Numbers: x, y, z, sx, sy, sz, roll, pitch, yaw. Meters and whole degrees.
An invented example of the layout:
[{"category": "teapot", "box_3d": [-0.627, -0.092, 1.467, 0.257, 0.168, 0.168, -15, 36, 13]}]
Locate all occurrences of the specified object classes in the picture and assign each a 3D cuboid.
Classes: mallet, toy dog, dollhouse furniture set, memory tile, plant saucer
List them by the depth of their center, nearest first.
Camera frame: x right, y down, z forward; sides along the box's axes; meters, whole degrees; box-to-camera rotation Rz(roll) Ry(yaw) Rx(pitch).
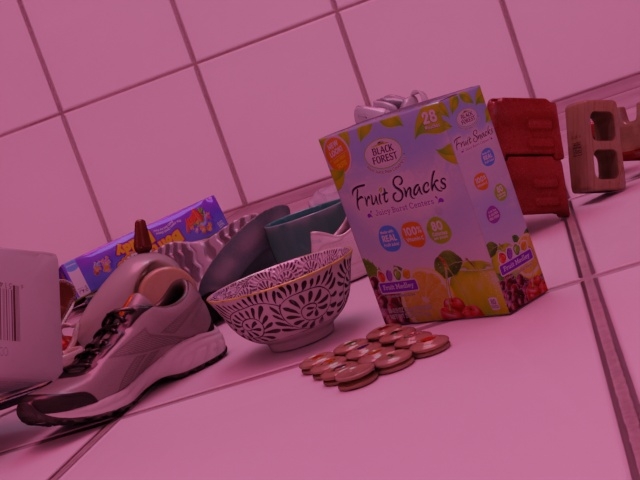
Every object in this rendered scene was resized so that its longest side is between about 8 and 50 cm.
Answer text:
[{"category": "memory tile", "box_3d": [0.046, 0.104, 1.009, 0.113, 0.012, 0.148, -22, 7, -16]}, {"category": "mallet", "box_3d": [-0.431, 0.217, 1.394, 0.189, 0.039, 0.062, -18, 2, -36]}, {"category": "dollhouse furniture set", "box_3d": [0.317, -0.100, 1.497, 0.374, 0.152, 0.201, -3, -3, -30]}, {"category": "toy dog", "box_3d": [-0.328, 0.083, 1.572, 0.333, 0.161, 0.220, -22, -1, -33]}, {"category": "plant saucer", "box_3d": [-0.104, 0.029, 1.688, 0.195, 0.037, 0.195, -42, -16, -15]}]

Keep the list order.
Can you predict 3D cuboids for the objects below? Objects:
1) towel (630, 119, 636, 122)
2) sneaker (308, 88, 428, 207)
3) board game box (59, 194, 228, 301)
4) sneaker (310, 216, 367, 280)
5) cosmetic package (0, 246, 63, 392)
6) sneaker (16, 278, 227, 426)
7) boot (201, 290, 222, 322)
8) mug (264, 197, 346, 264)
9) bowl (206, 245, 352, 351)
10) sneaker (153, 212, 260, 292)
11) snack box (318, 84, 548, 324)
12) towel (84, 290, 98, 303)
[{"category": "towel", "box_3d": [0.568, -0.198, 1.911, 0.110, 0.027, 0.148, -18, 5, 1]}, {"category": "sneaker", "box_3d": [0.105, -0.172, 2.224, 0.366, 0.210, 0.137, -14, 8, 39]}, {"category": "board game box", "box_3d": [-0.385, 0.028, 2.325, 0.347, 0.078, 0.233, -26, 0, -20]}, {"category": "sneaker", "box_3d": [0.082, -0.013, 1.511, 0.212, 0.094, 0.080, -23, 6, -28]}, {"category": "cosmetic package", "box_3d": [-0.504, 0.116, 1.278, 0.385, 0.156, 0.217, -15, -17, 34]}, {"category": "sneaker", "box_3d": [-0.225, 0.126, 1.209, 0.100, 0.108, 0.271, -11, 12, 42]}, {"category": "boot", "box_3d": [-0.123, 0.089, 1.501, 0.099, 0.045, 0.121, -10, 11, 23]}, {"category": "mug", "box_3d": [0.003, 0.000, 1.612, 0.158, 0.097, 0.129, -24, 8, -40]}, {"category": "bowl", "box_3d": [-0.032, 0.072, 1.202, 0.170, 0.080, 0.170, -19, 7, 2]}, {"category": "sneaker", "box_3d": [-0.185, 0.049, 1.904, 0.281, 0.105, 0.115, -19, -23, 19]}, {"category": "snack box", "box_3d": [0.106, -0.028, 1.068, 0.070, 0.207, 0.174, -24, 8, -39]}, {"category": "towel", "box_3d": [-0.258, 0.052, 2.215, 0.271, 0.040, 0.370, -15, 7, 35]}]
